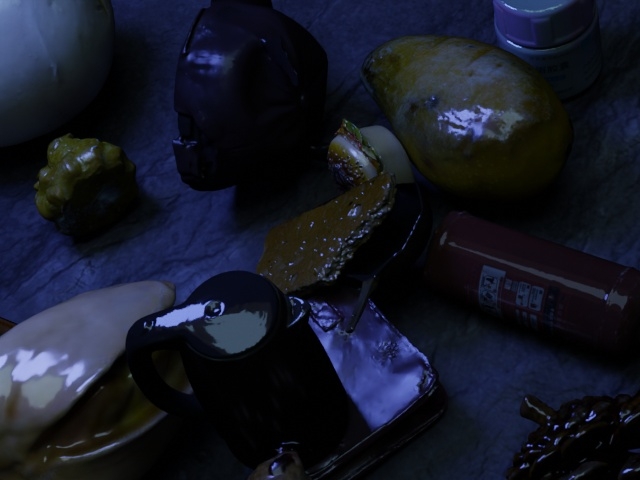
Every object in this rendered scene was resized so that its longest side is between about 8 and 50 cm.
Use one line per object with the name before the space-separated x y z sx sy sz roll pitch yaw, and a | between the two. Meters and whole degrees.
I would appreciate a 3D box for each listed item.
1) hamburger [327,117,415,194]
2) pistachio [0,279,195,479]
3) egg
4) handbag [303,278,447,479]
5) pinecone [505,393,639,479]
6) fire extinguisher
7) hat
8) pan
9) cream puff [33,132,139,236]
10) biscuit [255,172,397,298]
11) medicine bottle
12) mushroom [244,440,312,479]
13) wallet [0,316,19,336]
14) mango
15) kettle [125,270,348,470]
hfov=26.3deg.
hamburger | 0.057 -0.084 1.681 0.081 0.141 0.126 -24 41 -20
pistachio | -0.268 0.178 1.535 0.321 0.229 0.238 -38 23 -17
egg | -0.450 -0.266 1.875 0.345 0.283 0.283 -23 51 10
handbag | 0.012 0.166 1.555 0.203 0.074 0.216 -36 52 -12
pinecone | 0.301 0.270 1.313 0.244 0.244 0.309 -27 68 -4
fire extinguisher | 0.273 0.081 1.525 0.337 0.106 0.147 20 75 29
hat | -0.049 -0.215 1.757 0.209 0.238 0.336 0 45 18
pan | 0.066 0.029 1.574 0.128 0.048 0.202 -1 56 61
cream puff | -0.316 -0.082 1.792 0.146 0.146 0.116 -36 55 -11
biscuit | 0.001 0.008 1.625 0.237 0.026 0.131 -24 41 44
medicine bottle | 0.287 -0.274 1.735 0.135 0.168 0.135 -8 52 10
mushroom | -0.100 0.363 1.321 0.345 0.259 0.345 -5 55 8
wallet | -0.427 0.153 1.644 0.195 0.042 0.161 24 53 -17
mango | 0.179 -0.159 1.698 0.176 0.176 0.329 5 25 -26
kettle | -0.087 0.128 1.416 0.202 0.232 0.144 -7 53 11
